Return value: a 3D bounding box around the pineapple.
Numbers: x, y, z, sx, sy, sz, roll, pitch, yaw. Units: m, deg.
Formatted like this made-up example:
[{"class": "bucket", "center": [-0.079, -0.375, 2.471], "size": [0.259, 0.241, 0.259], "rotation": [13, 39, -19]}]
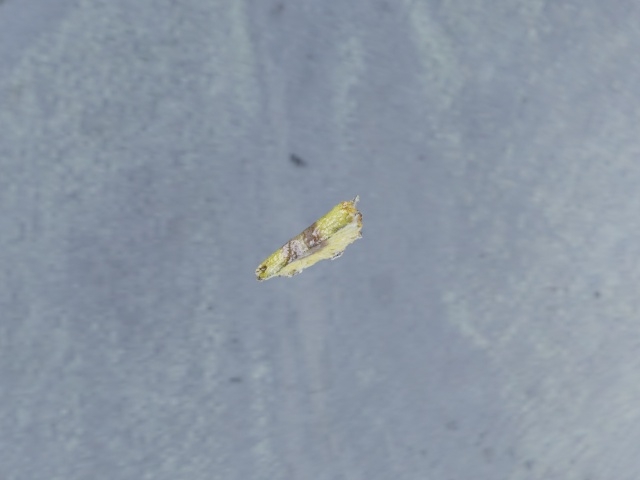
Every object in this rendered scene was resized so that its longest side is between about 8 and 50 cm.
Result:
[{"class": "pineapple", "center": [0.000, 0.000, 1.205], "size": [0.083, 0.045, 0.019], "rotation": [-37, 71, 33]}]
